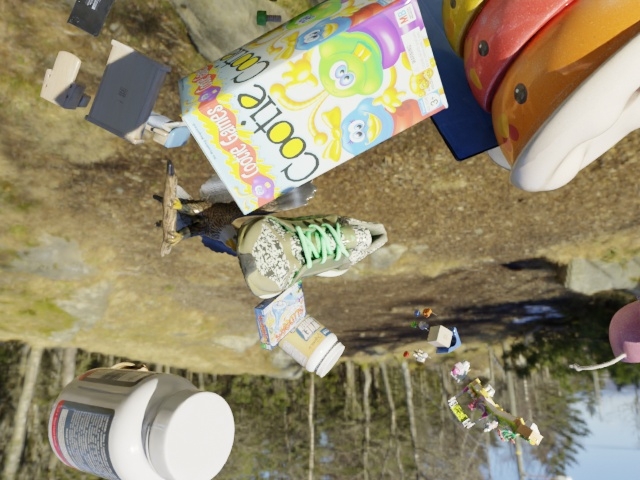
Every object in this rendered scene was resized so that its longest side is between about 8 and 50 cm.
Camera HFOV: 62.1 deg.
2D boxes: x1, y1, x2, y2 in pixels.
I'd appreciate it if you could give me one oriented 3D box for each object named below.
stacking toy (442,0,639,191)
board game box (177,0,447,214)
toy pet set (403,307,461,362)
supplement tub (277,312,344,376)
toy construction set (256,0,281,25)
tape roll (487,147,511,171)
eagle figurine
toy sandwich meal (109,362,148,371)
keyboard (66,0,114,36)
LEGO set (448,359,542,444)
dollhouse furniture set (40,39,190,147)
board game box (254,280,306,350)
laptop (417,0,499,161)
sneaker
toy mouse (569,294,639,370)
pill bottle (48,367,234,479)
[{"bbox_3d":[0.307,-0.346,0.828,0.350,0.480,0.351,-32,160,-13],"label":"stacking toy"},{"bbox_3d":[-0.015,-0.179,0.645,0.275,0.144,0.142,-28,126,2],"label":"board game box"},{"bbox_3d":[0.262,0.222,1.223,0.065,0.122,0.114,31,153,-20],"label":"toy pet set"},{"bbox_3d":[-0.037,0.328,1.710,0.199,0.144,0.144,36,172,16],"label":"supplement tub"},{"bbox_3d":[-0.207,-0.669,1.170,0.237,0.258,0.309,2,175,-1],"label":"toy construction set"},{"bbox_3d":[0.534,-0.277,1.358,0.219,0.219,0.072,-14,162,40],"label":"tape roll"},{"bbox_3d":[-0.180,-0.039,1.094,0.298,0.225,0.226,-3,156,-30],"label":"eagle figurine"},{"bbox_3d":[-0.335,0.250,0.917,0.085,0.086,0.029,11,167,-33],"label":"toy sandwich meal"},{"bbox_3d":[-0.586,-0.621,1.352,0.108,0.023,0.180,22,122,-33],"label":"keyboard"},{"bbox_3d":[0.434,0.457,1.394,0.107,0.287,0.132,-28,132,-15],"label":"LEGO set"},{"bbox_3d":[-0.481,-0.393,1.378,0.286,0.198,0.303,27,-167,0],"label":"dollhouse furniture set"},{"bbox_3d":[-0.114,0.211,1.566,0.035,0.136,0.201,7,-153,29],"label":"board game box"},{"bbox_3d":[0.339,-0.398,0.892,0.407,0.382,0.236,-34,168,29],"label":"laptop"},{"bbox_3d":[0.000,0.000,1.024,0.182,0.158,0.410,-19,177,31],"label":"sneaker"},{"bbox_3d":[0.235,0.042,0.323,0.161,0.031,0.143,-26,-173,45],"label":"toy mouse"},{"bbox_3d":[-0.177,0.186,0.530,0.180,0.108,0.108,-6,163,37],"label":"pill bottle"}]
